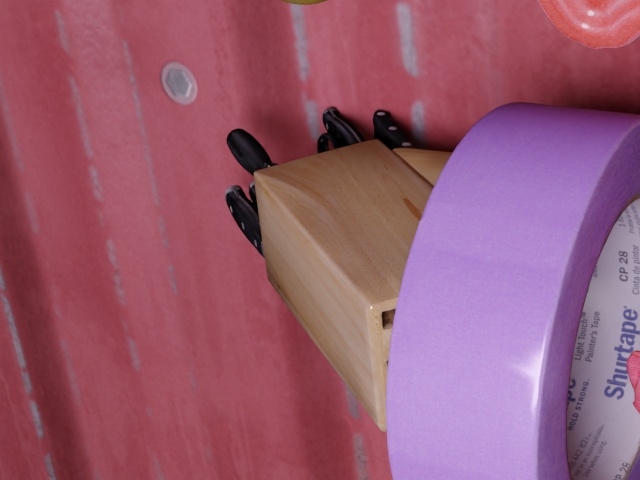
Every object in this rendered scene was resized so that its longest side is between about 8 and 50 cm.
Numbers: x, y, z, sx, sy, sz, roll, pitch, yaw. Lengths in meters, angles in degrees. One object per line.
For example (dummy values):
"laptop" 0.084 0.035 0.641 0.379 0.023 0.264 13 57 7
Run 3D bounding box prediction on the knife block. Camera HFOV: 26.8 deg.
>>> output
"knife block" 0.000 0.000 0.894 0.242 0.276 0.088 6 120 25

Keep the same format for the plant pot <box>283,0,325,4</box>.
"plant pot" -0.011 -0.213 0.884 0.134 0.134 0.095 31 154 17

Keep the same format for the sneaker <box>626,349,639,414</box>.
"sneaker" 0.252 0.001 0.688 0.314 0.116 0.136 -62 36 25

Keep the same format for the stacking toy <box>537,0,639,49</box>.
"stacking toy" 0.284 -0.160 0.734 0.309 0.130 0.279 7 147 37

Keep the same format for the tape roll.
"tape roll" 0.141 0.058 0.800 0.090 0.275 0.275 9 120 30
